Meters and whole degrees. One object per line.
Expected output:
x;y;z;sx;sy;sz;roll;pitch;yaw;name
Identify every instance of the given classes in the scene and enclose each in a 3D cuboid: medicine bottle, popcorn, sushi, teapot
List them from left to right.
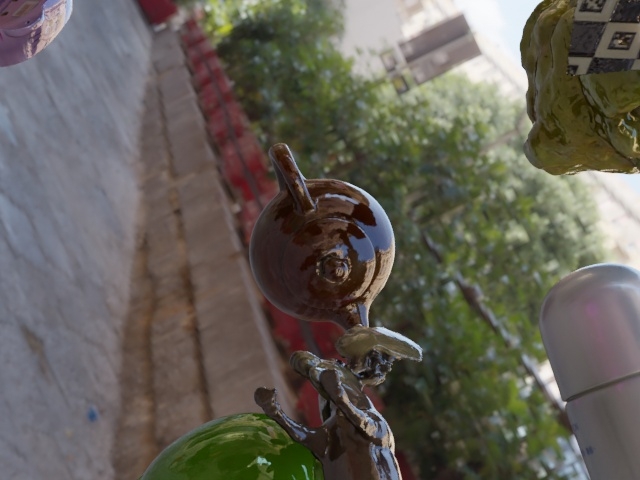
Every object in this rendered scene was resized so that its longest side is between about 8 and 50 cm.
0.000;0.000;1.393;0.252;0.178;0.135;66;-7;-20;teapot
0.312;0.185;1.121;0.130;0.130;0.341;65;7;-74;medicine bottle
0.370;-0.226;1.274;0.293;0.334;0.292;25;-17;23;popcorn
0.300;-0.235;0.971;0.210;0.193;0.040;89;-7;-50;sushi

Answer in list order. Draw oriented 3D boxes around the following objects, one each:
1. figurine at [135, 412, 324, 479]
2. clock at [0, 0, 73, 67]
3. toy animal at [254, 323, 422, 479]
-0.090;0.221;0.957;0.263;0.162;0.143;-20;-93;52;figurine
-0.327;-0.252;1.295;0.050;0.110;0.152;74;31;-42;clock
0.020;0.143;0.829;0.186;0.094;0.214;37;37;-54;toy animal
